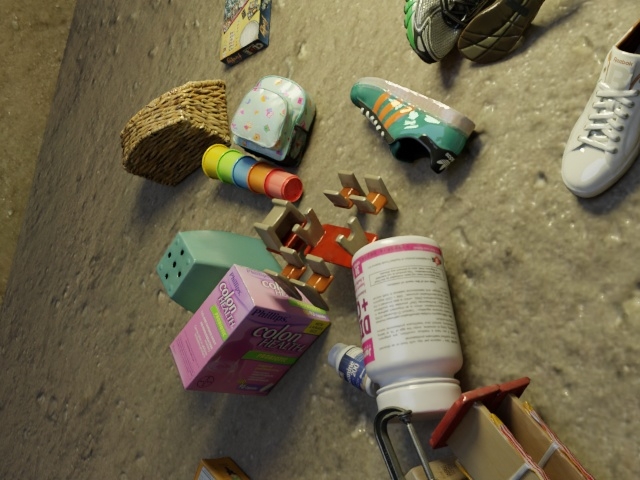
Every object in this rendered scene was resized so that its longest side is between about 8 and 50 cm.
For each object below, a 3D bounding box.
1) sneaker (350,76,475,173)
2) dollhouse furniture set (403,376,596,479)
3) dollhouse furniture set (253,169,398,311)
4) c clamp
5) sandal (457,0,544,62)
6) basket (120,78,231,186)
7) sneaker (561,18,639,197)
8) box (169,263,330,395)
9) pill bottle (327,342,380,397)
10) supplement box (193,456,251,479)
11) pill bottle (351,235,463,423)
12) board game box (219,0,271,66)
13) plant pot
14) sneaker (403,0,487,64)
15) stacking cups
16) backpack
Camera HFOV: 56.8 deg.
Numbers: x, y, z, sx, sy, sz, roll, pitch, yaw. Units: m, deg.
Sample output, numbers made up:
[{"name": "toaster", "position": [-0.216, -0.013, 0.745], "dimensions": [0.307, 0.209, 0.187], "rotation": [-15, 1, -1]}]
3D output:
[{"name": "sneaker", "position": [0.148, -0.226, 1.149], "dimensions": [0.302, 0.108, 0.121], "rotation": [35, 97, 43]}, {"name": "dollhouse furniture set", "position": [0.229, 0.402, 0.864], "dimensions": [0.201, 0.152, 0.374], "rotation": [53, 130, 40]}, {"name": "dollhouse furniture set", "position": [0.000, 0.000, 1.184], "dimensions": [0.259, 0.135, 0.262], "rotation": [15, 62, 45]}, {"name": "c clamp", "position": [0.133, 0.307, 0.849], "dimensions": [0.161, 0.022, 0.137], "rotation": [64, 142, 28]}, {"name": "sandal", "position": [0.336, -0.410, 1.052], "dimensions": [0.090, 0.060, 0.219], "rotation": [37, 129, 2]}, {"name": "basket", "position": [-0.422, -0.328, 1.651], "dimensions": [0.299, 0.213, 0.223], "rotation": [-28, 59, 34]}, {"name": "sneaker", "position": [0.429, -0.208, 0.867], "dimensions": [0.106, 0.123, 0.290], "rotation": [33, 101, 42]}, {"name": "box", "position": [-0.143, 0.192, 1.211], "dimensions": [0.243, 0.213, 0.117], "rotation": [-50, 48, 18]}, {"name": "pill bottle", "position": [0.071, 0.235, 1.096], "dimensions": [0.120, 0.067, 0.067], "rotation": [21, 91, 45]}, {"name": "supplement box", "position": [-0.171, 0.541, 1.217], "dimensions": [0.233, 0.078, 0.080], "rotation": [28, 99, 46]}, {"name": "pill bottle", "position": [0.146, 0.149, 0.986], "dimensions": [0.160, 0.160, 0.283], "rotation": [-25, 60, 36]}, {"name": "board game box", "position": [-0.209, -0.633, 1.673], "dimensions": [0.165, 0.042, 0.243], "rotation": [-12, 68, 41]}, {"name": "plant pot", "position": [-0.228, 0.080, 1.314], "dimensions": [0.165, 0.234, 0.166], "rotation": [-54, 48, 16]}, {"name": "sneaker", "position": [0.275, -0.489, 1.094], "dimensions": [0.146, 0.134, 0.344], "rotation": [36, 101, 47]}, {"name": "stacking cups", "position": [-0.166, -0.167, 1.440], "dimensions": [0.316, 0.096, 0.096], "rotation": [20, 90, 44]}, {"name": "backpack", "position": [-0.106, -0.287, 1.379], "dimensions": [0.165, 0.144, 0.188], "rotation": [24, 87, 25]}]
